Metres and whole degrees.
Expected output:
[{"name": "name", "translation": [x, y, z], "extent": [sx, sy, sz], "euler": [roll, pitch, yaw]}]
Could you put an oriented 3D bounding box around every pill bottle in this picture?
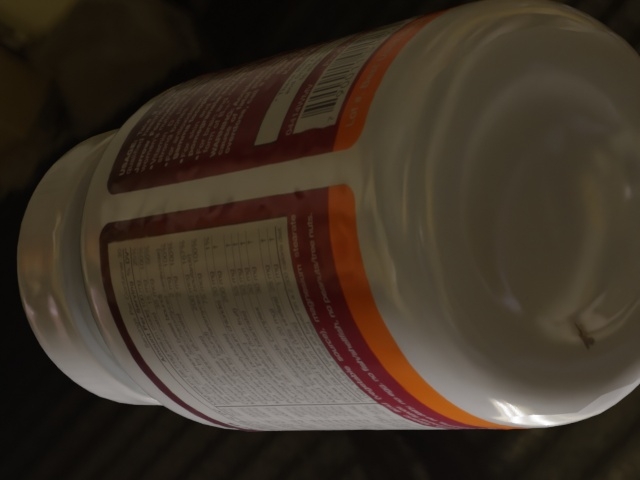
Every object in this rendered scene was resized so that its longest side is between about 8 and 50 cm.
[{"name": "pill bottle", "translation": [0.000, 0.000, 0.609], "extent": [0.221, 0.121, 0.121], "euler": [-8, -122, 53]}]
